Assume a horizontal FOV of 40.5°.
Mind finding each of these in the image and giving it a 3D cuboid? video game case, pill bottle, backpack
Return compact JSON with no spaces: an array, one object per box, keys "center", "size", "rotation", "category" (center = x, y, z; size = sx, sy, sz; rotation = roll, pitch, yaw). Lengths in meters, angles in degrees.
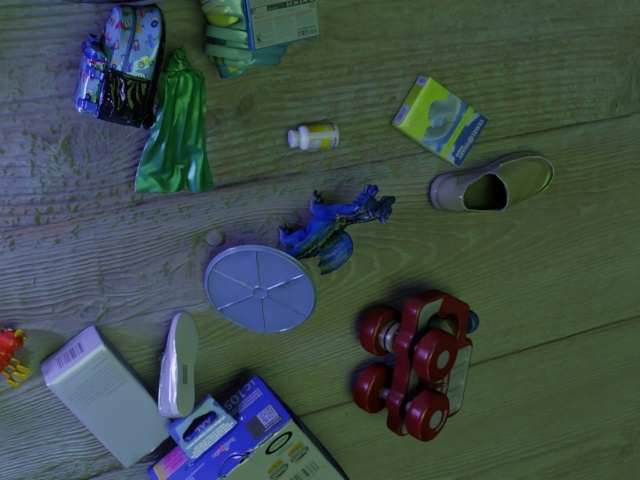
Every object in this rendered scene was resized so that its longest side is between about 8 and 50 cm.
[{"center":[-0.062,-0.379,1.303],"size":[0.119,0.015,0.166],"rotation":[-19,118,-26],"category":"video game case"},{"center":[-0.012,-0.180,1.506],"size":[0.083,0.043,0.043],"rotation":[-7,111,-22],"category":"pill bottle"},{"center":[-0.292,-0.269,1.281],"size":[0.117,0.158,0.173],"rotation":[9,110,-22],"category":"backpack"}]

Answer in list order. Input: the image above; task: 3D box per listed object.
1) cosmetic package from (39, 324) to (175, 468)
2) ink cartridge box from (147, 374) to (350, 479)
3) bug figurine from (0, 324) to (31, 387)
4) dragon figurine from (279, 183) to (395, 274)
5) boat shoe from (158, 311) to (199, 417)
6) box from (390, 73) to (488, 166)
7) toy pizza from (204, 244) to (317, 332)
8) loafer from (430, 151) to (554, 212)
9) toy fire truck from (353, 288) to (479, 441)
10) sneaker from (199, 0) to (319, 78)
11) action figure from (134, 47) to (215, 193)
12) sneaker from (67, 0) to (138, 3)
[{"center":[-0.361,0.270,1.492],"size":[0.117,0.085,0.231],"rotation":[-36,121,-9],"category":"cosmetic package"},{"center":[-0.122,0.437,1.586],"size":[0.270,0.151,0.395],"rotation":[-40,131,-7],"category":"ink cartridge box"},{"center":[-0.610,0.177,1.352],"size":[0.279,0.072,0.216],"rotation":[35,98,-35],"category":"bug figurine"},{"center":[0.000,0.000,1.519],"size":[0.289,0.144,0.085],"rotation":[-45,119,-4],"category":"dragon figurine"},{"center":[-0.253,0.217,1.509],"size":[0.066,0.063,0.184],"rotation":[19,63,-56],"category":"boat shoe"},{"center":[0.228,-0.214,1.603],"size":[0.178,0.042,0.109],"rotation":[28,96,-29],"category":"box"},{"center":[-0.103,0.082,1.522],"size":[0.201,0.032,0.201],"rotation":[5,128,7],"category":"toy pizza"},{"center":[0.345,-0.100,1.667],"size":[0.269,0.092,0.101],"rotation":[-17,114,-18],"category":"loafer"},{"center":[0.214,0.235,1.711],"size":[0.254,0.169,0.302],"rotation":[-14,116,-46],"category":"toy fire truck"},{"center":[-0.163,-0.369,1.325],"size":[0.319,0.127,0.208],"rotation":[22,97,-28],"category":"sneaker"},{"center":[-0.229,-0.191,1.385],"size":[0.137,0.063,0.232],"rotation":[-8,118,-32],"category":"action figure"},{"center":[-0.262,-0.404,1.215],"size":[0.341,0.125,0.139],"rotation":[0,107,9],"category":"sneaker"}]
